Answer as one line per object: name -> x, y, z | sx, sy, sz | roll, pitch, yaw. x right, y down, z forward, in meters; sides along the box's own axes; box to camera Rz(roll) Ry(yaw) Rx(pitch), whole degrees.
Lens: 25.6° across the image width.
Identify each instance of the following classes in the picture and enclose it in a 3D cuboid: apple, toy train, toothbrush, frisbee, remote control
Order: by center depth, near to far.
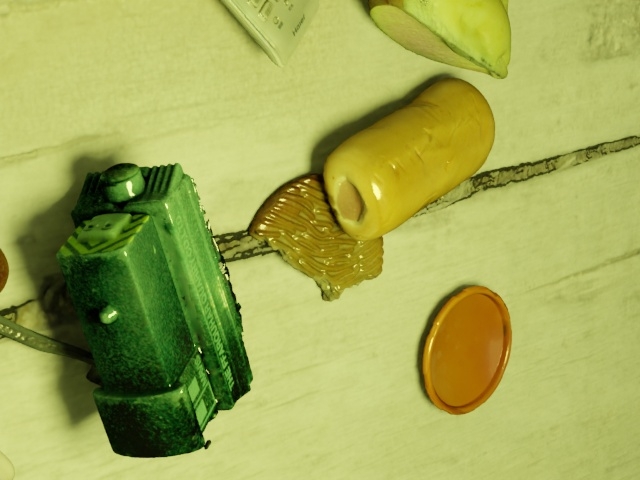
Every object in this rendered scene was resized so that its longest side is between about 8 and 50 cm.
toothbrush -> -0.319, 0.103, 1.507 | 0.297, 0.030, 0.030 | 33, 86, -45
toy train -> -0.182, 0.083, 1.530 | 0.178, 0.138, 0.330 | -63, 143, -55
remote control -> -0.112, -0.332, 1.589 | 0.313, 0.055, 0.109 | 47, 61, -37
apple -> 0.147, -0.332, 1.804 | 0.265, 0.120, 0.193 | 24, 71, -49
frisbee -> 0.208, 0.158, 2.048 | 0.192, 0.035, 0.192 | -13, 108, -43

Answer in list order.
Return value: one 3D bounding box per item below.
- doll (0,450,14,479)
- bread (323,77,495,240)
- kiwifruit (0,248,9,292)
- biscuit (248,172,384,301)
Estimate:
doll -> -0.399, 0.215, 1.434 | 0.161, 0.059, 0.160 | -31, 121, -35
bread -> 0.127, -0.108, 1.837 | 0.305, 0.091, 0.142 | -35, 113, -43
kiwifruit -> -0.364, 0.014, 1.408 | 0.124, 0.075, 0.075 | 45, 69, -39
biscuit -> 0.001, 0.000, 1.801 | 0.228, 0.031, 0.176 | -12, 107, -44
